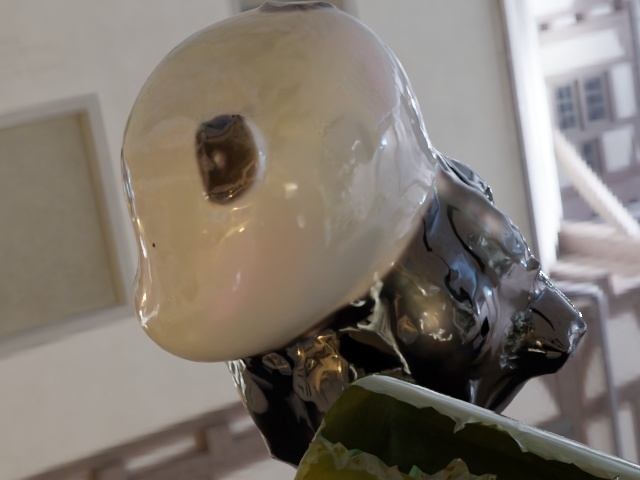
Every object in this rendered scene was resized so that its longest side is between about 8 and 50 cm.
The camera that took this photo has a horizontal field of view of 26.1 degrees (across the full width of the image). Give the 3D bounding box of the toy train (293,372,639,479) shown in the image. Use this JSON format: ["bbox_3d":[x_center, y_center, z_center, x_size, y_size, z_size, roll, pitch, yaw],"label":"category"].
[{"bbox_3d":[0.107,0.150,0.339,0.307,0.189,0.126,18,-131,20],"label":"toy train"}]

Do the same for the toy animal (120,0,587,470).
[{"bbox_3d":[-0.007,0.002,0.788,0.212,0.267,0.212,-35,-157,17],"label":"toy animal"}]
